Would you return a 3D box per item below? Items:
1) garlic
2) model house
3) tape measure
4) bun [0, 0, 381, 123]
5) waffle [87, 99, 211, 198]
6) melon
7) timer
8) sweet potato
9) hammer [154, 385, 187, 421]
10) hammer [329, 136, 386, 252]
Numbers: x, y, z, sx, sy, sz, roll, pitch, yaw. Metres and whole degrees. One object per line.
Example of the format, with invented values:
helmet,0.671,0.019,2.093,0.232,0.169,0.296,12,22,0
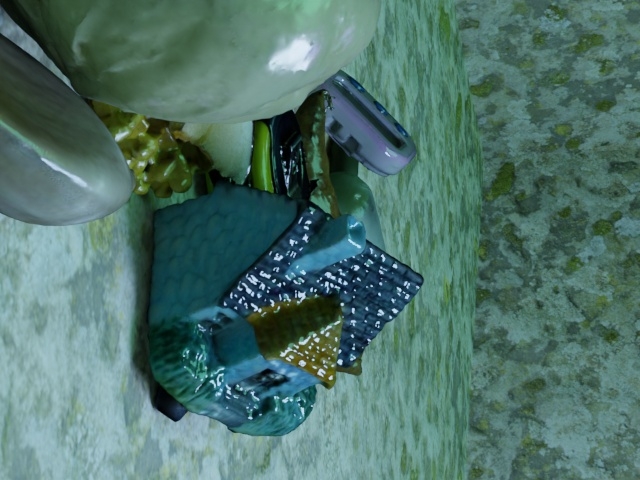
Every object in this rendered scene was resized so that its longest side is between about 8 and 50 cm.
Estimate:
garlic,-0.240,-0.090,0.873,0.318,0.112,0.143,53,10,-55
model house,-0.015,0.070,1.277,0.261,0.241,0.226,30,48,-48
tape measure,-0.078,-0.088,1.473,0.199,0.112,0.186,-65,146,-62
bun,-0.128,-0.200,0.917,0.213,0.361,0.361,-65,162,-2
waffle,-0.169,-0.172,1.231,0.293,0.069,0.260,26,61,-71
melon,-0.106,-0.125,1.247,0.182,0.054,0.098,44,55,-67
timer,0.061,-0.191,1.894,0.208,0.069,0.191,46,19,0
sweet potato,-0.005,-0.001,1.700,0.130,0.130,0.423,-32,112,-73
hammer,-0.128,0.146,1.380,0.290,0.037,0.137,-47,131,-70
hammer,0.045,-0.079,1.940,0.335,0.119,0.206,-85,166,-48
